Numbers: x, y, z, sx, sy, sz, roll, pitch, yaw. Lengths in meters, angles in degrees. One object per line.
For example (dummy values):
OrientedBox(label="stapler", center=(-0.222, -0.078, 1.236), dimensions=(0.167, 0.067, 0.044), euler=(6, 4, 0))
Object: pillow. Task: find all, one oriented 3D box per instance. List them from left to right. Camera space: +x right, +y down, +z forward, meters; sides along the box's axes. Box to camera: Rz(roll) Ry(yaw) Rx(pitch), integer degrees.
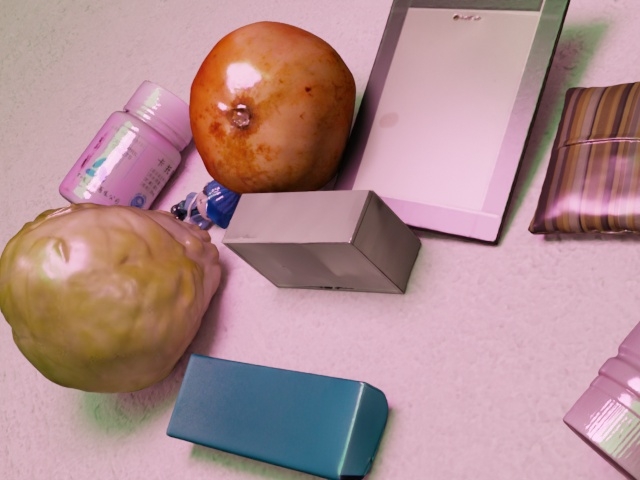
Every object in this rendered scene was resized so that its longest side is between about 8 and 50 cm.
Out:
OrientedBox(label="pillow", center=(0.353, -0.098, 0.945), dimensions=(0.212, 0.052, 0.208), euler=(0, 64, 41))

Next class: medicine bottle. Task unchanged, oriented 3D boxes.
OrientedBox(label="medicine bottle", center=(-0.333, -0.146, 1.490), dimensions=(0.152, 0.152, 0.254), euler=(25, 77, 47))
OrientedBox(label="medicine bottle", center=(0.342, 0.106, 0.740), dimensions=(0.250, 0.133, 0.133), euler=(-49, 41, -2))

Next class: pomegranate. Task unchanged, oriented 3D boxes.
OrientedBox(label="pomegranate", center=(-0.059, -0.189, 1.220), dimensions=(0.229, 0.252, 0.270), euler=(8, 20, 16))

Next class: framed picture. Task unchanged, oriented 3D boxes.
OrientedBox(label="framed picture", center=(0.164, -0.178, 1.113), dimensions=(0.265, 0.016, 0.347), euler=(12, 81, 36))

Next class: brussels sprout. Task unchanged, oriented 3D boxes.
OrientedBox(label="brussels sprout", center=(-0.304, 0.085, 1.220), dimensions=(0.242, 0.316, 0.274), euler=(140, 130, -59))

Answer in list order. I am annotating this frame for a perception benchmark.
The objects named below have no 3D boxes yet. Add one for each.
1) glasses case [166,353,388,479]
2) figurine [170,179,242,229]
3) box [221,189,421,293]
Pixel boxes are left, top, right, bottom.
OrientedBox(label="glasses case", center=(-0.060, 0.220, 1.048), dimensions=(0.301, 0.070, 0.117), euler=(3, 68, 39))
OrientedBox(label="figurine", center=(-0.179, -0.055, 1.363), dimensions=(0.079, 0.077, 0.136), euler=(-32, 12, -35))
OrientedBox(label="box", center=(0.000, 0.000, 1.111), dimensions=(0.225, 0.129, 0.086), euler=(1, 60, 41))
